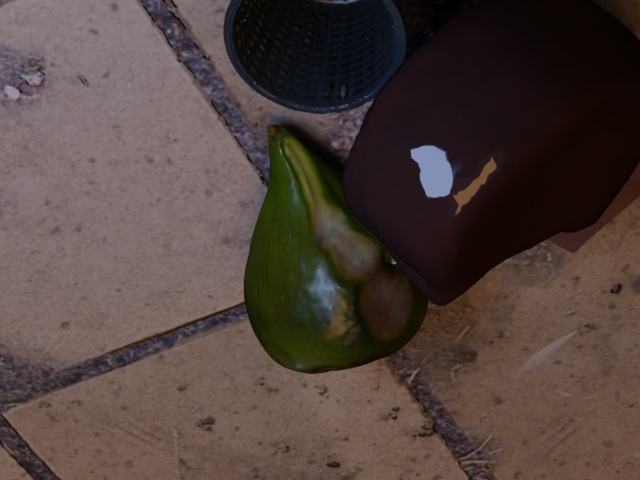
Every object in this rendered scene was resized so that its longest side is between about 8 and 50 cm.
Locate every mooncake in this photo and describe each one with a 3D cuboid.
[{"bbox_3d":[0.180,-0.096,1.855,0.326,0.174,0.334,-43,159,-8],"label":"mooncake"}]

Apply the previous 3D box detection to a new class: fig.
[{"bbox_3d":[0.000,0.000,2.054,0.206,0.206,0.275,-19,98,18],"label":"fig"}]

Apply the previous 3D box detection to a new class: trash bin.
[{"bbox_3d":[0.002,-0.235,1.840,0.175,0.161,0.175,4,129,4],"label":"trash bin"}]

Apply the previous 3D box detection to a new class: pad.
[{"bbox_3d":[0.294,-0.063,2.070,0.113,0.006,0.188,25,129,-25],"label":"pad"}]

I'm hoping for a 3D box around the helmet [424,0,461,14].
[{"bbox_3d":[0.118,-0.283,1.843,0.070,0.098,0.123,-23,131,-14],"label":"helmet"}]

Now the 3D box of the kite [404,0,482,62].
[{"bbox_3d":[0.186,-0.206,1.954,0.234,0.016,0.321,-2,130,7],"label":"kite"}]
